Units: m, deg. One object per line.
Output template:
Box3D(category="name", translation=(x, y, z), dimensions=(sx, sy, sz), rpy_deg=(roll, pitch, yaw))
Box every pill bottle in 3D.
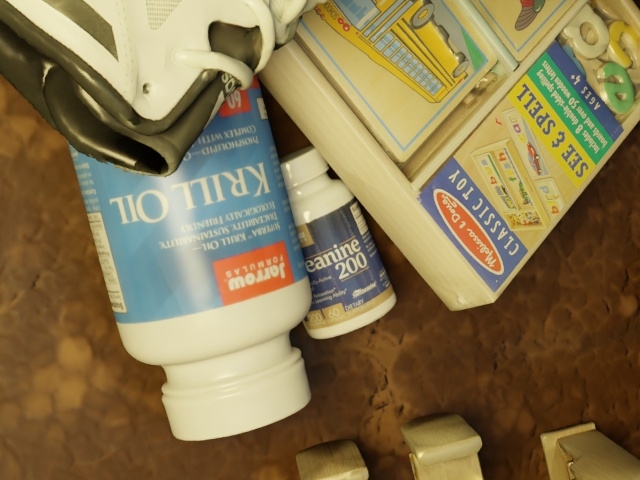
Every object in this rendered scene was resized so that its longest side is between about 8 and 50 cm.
Box3D(category="pill bottle", translation=(0.000, 0.000, 0.864), dimensions=(0.067, 0.067, 0.120), rpy_deg=(-27, 100, -24))
Box3D(category="pill bottle", translation=(-0.075, 0.004, 0.796), dimensions=(0.124, 0.124, 0.221), rpy_deg=(-18, 96, -26))

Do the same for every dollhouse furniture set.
Box3D(category="dollhouse furniture set", translation=(0.110, 0.223, 0.901), dimensions=(0.242, 0.161, 0.212), rpy_deg=(-13, 95, -4))

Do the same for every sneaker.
Box3D(category="sneaker", translation=(-0.017, -0.145, 0.714), dimensions=(0.447, 0.169, 0.257), rpy_deg=(11, 81, -19))

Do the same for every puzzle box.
Box3D(category="puzzle box", translation=(0.053, -0.190, 0.869), dimensions=(0.409, 0.052, 0.272), rpy_deg=(50, 61, -13))
